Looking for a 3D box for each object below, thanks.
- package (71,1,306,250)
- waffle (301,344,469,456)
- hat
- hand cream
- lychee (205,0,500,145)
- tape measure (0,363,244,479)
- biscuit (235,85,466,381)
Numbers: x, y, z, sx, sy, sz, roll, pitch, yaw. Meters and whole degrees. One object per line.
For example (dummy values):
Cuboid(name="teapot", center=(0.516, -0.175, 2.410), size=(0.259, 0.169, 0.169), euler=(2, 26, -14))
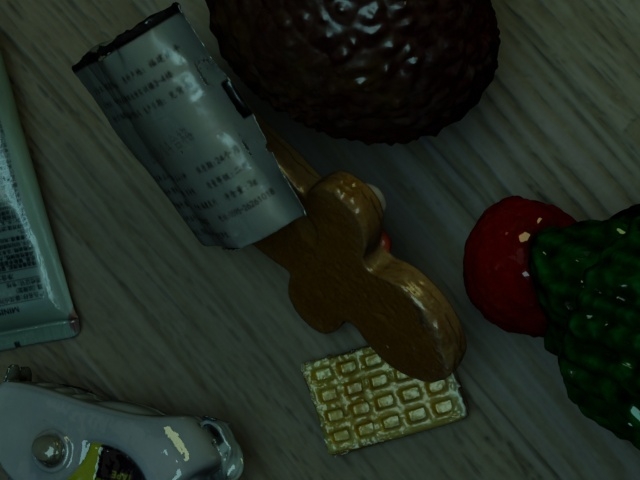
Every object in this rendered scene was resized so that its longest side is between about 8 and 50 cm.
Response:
Cuboid(name="package", center=(-0.122, -0.084, 1.560), size=(0.062, 0.251, 0.204), euler=(-36, 99, -25))
Cuboid(name="waffle", center=(0.057, 0.131, 1.640), size=(0.135, 0.021, 0.092), euler=(-19, 85, 13))
Cuboid(name="hat", center=(0.262, 0.036, 1.497), size=(0.332, 0.274, 0.242), euler=(25, 95, 40))
Cuboid(name="hand cream", center=(-0.313, -0.067, 1.722), size=(0.124, 0.078, 0.340), euler=(-11, 95, 13))
Cuboid(name="lychee", center=(0.030, -0.200, 1.533), size=(0.261, 0.260, 0.260), euler=(0, 90, 14))
Cuboid(name="tape measure", center=(-0.189, 0.231, 1.651), size=(0.236, 0.120, 0.197), euler=(12, 87, 19))
Cuboid(name="biscuit", center=(0.002, -0.002, 1.585), size=(0.324, 0.205, 0.049), euler=(41, 60, 20))
